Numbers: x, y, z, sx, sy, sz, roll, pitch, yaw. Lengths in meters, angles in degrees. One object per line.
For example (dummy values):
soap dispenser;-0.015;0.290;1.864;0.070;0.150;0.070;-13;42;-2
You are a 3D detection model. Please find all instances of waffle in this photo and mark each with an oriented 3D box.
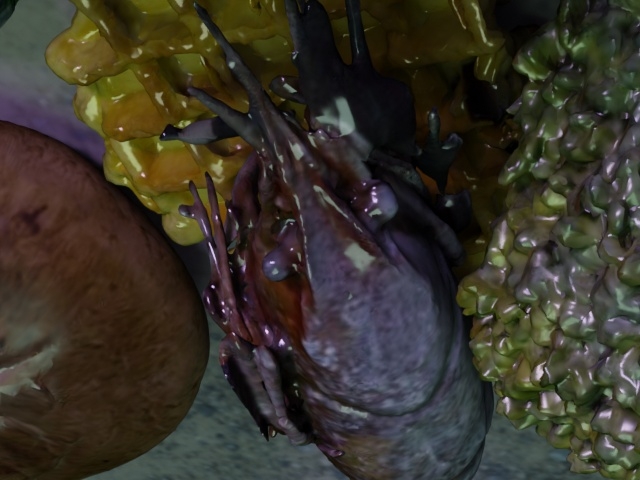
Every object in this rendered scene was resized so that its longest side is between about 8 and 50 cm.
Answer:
waffle;0.014;-0.064;0.597;0.283;0.065;0.309;20;144;-8

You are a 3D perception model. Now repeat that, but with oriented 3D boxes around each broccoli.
broccoli;0.146;-0.024;0.511;0.180;0.273;0.242;26;98;-5

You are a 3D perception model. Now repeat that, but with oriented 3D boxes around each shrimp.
shrimp;0.007;0.002;0.529;0.117;0.145;0.343;-17;144;0

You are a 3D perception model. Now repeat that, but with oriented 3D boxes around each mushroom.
mushroom;-0.205;0.052;0.718;0.278;0.146;0.278;-1;121;-2

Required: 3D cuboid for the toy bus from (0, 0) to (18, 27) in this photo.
toy bus;-0.182;-0.118;0.593;0.083;0.037;0.031;10;142;0
